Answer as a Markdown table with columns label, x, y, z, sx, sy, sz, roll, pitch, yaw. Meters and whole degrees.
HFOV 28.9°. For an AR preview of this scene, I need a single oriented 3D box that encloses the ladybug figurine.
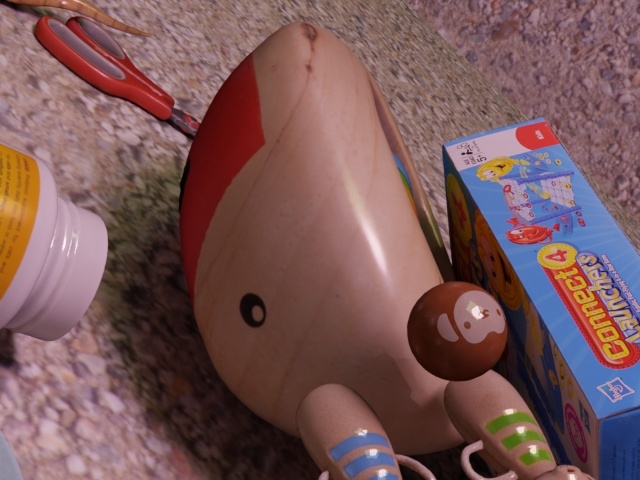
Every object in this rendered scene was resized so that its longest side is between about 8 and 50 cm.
| label | x | y | z | sx | sy | sz | roll | pitch | yaw |
| --- | --- | --- | --- | --- | --- | --- | --- | --- | --- |
| ladybug figurine | 0.000 | 0.000 | 0.924 | 0.449 | 0.162 | 0.305 | -91 | 157 | -70 |

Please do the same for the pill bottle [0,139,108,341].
| label | x | y | z | sx | sy | sz | roll | pitch | yaw |
| --- | --- | --- | --- | --- | --- | --- | --- | --- | --- |
| pill bottle | -0.230 | -0.015 | 0.689 | 0.215 | 0.117 | 0.117 | 25 | 26 | -35 |

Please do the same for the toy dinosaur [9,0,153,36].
| label | x | y | z | sx | sy | sz | roll | pitch | yaw |
| --- | --- | --- | --- | --- | --- | --- | --- | --- | --- |
| toy dinosaur | -0.271 | -0.239 | 1.164 | 0.211 | 0.064 | 0.112 | 14 | 44 | -30 |

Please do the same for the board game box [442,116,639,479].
| label | x | y | z | sx | sy | sz | roll | pitch | yaw |
| --- | --- | --- | --- | --- | --- | --- | --- | --- | --- |
| board game box | 0.187 | 0.118 | 0.936 | 0.302 | 0.086 | 0.308 | -112 | -171 | -50 |

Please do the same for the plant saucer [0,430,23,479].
| label | x | y | z | sx | sy | sz | roll | pitch | yaw |
| --- | --- | --- | --- | --- | --- | --- | --- | --- | --- |
| plant saucer | -0.226 | 0.107 | 0.564 | 0.195 | 0.037 | 0.195 | 36 | 21 | -16 |

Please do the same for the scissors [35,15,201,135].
| label | x | y | z | sx | sy | sz | roll | pitch | yaw |
| --- | --- | --- | --- | --- | --- | --- | --- | --- | --- |
| scissors | -0.143 | -0.117 | 1.186 | 0.297 | 0.021 | 0.109 | 40 | 18 | -5 |

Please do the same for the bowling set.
| label | x | y | z | sx | sy | sz | roll | pitch | yaw |
| --- | --- | --- | --- | --- | --- | --- | --- | --- | --- |
| bowling set | 0.063 | 0.139 | 0.656 | 0.287 | 0.199 | 0.154 | -9 | 36 | -21 |
